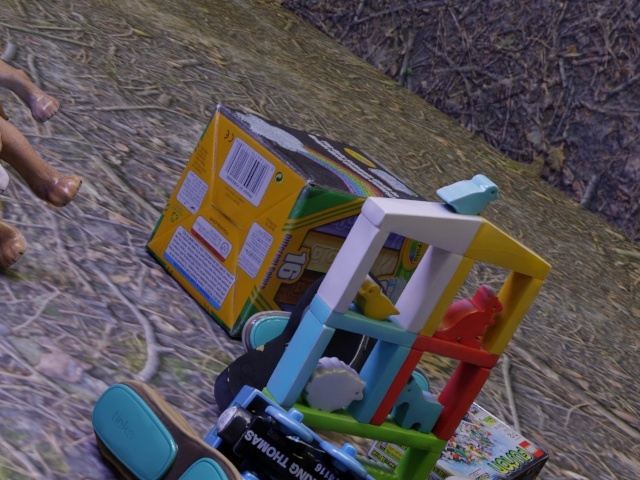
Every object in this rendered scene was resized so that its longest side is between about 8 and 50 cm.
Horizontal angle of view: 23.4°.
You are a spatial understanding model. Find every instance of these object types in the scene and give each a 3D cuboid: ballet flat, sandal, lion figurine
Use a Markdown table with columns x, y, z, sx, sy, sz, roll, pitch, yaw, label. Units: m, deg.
| x | y | z | sx | sy | sz | roll | pitch | yaw | label |
| --- | --- | --- | --- | --- | --- | --- | --- | --- | --- |
| 0.006 | 0.123 | 1.480 | 0.213 | 0.072 | 0.068 | 22 | -11 | -26 | ballet flat |
| -0.087 | 0.176 | 1.091 | 0.073 | 0.080 | 0.232 | 37 | 8 | -42 | ballet flat |
| 0.003 | 0.096 | 1.386 | 0.097 | 0.054 | 0.254 | 47 | 38 | 0 | sandal |
| -0.341 | -0.124 | 1.392 | 0.240 | 0.142 | 0.392 | 44 | -1 | -27 | lion figurine |

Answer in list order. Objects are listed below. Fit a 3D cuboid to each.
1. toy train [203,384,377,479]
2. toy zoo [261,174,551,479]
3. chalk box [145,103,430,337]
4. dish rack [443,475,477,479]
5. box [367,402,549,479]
| x | y | z | sx | sy | sz | roll | pitch | yaw | label |
| --- | --- | --- | --- | --- | --- | --- | --- | --- | --- |
| -0.005 | 0.183 | 1.170 | 0.184 | 0.080 | 0.105 | 37 | -6 | -9 | toy train |
| 0.069 | 0.079 | 1.261 | 0.192 | 0.293 | 0.030 | 18 | 18 | -37 | toy zoo |
| 0.000 | 0.000 | 1.632 | 0.289 | 0.179 | 0.180 | 15 | 19 | -45 | chalk box |
| 0.216 | 0.322 | 1.157 | 0.332 | 0.072 | 0.285 | 28 | 14 | 0 | dish rack |
| 0.135 | 0.204 | 1.467 | 0.114 | 0.036 | 0.207 | 34 | 16 | 19 | box |
